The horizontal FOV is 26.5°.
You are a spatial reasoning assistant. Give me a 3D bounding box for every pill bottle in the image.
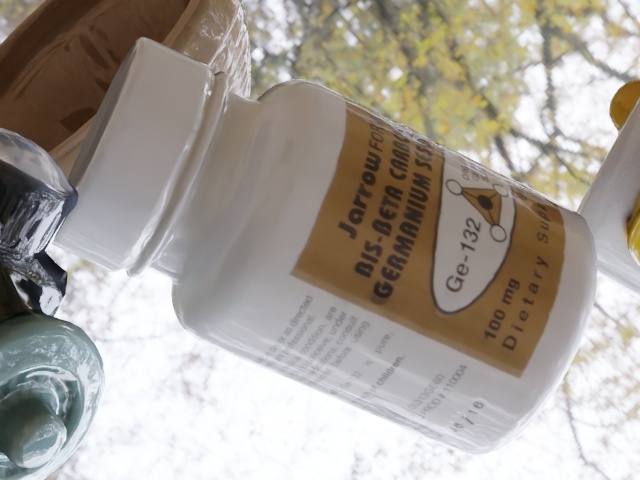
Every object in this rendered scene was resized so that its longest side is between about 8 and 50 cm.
[{"bbox_3d":[0.000,0.000,0.630,0.131,0.229,0.131,-58,-164,27],"label":"pill bottle"}]

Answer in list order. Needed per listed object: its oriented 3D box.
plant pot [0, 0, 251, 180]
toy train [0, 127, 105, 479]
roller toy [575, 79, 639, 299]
[{"bbox_3d":[-0.124,-0.080,0.850,0.237,0.109,0.237,-29,-147,21],"label":"plant pot"},{"bbox_3d":[-0.219,0.090,0.464,0.142,0.190,0.334,38,-84,35],"label":"toy train"},{"bbox_3d":[0.230,-0.045,0.769,0.146,0.191,0.209,29,-108,9],"label":"roller toy"}]
